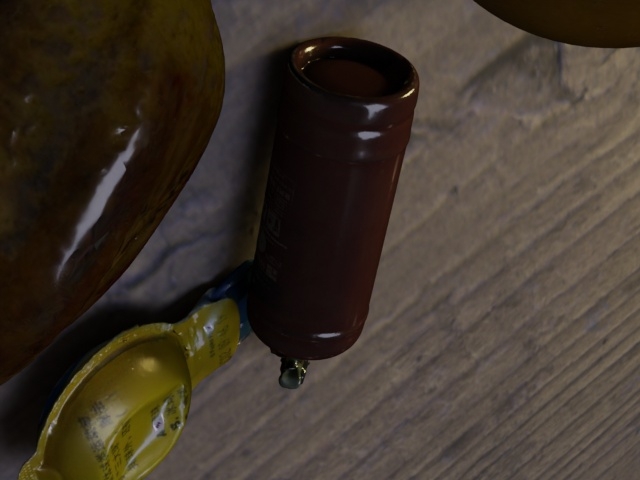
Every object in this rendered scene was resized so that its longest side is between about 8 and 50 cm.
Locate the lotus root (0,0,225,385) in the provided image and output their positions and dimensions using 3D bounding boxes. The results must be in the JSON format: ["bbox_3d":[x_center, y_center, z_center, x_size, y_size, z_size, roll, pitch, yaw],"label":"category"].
[{"bbox_3d":[-0.174,-0.058,0.831,0.193,0.193,0.291,13,119,-52],"label":"lotus root"}]

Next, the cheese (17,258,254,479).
[{"bbox_3d":[-0.138,0.120,1.131,0.270,0.069,0.177,-41,147,-27],"label":"cheese"}]

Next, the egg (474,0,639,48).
[{"bbox_3d":[0.210,-0.271,0.899,0.351,0.283,0.282,-32,145,-37],"label":"egg"}]

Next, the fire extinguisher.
[{"bbox_3d":[0.000,0.000,1.128,0.102,0.138,0.344,11,126,0],"label":"fire extinguisher"}]
